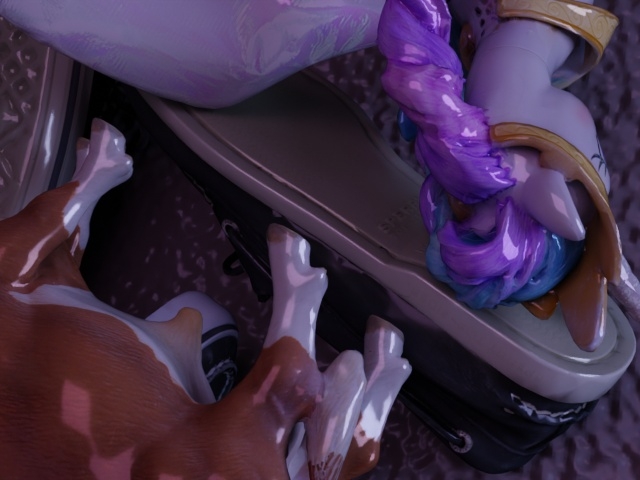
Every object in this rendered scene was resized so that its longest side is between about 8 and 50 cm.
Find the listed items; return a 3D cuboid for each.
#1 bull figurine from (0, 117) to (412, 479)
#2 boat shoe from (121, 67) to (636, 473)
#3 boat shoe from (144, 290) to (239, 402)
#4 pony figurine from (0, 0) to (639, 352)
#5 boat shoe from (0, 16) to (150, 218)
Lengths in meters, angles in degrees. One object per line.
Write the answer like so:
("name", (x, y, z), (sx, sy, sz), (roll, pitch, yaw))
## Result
("bull figurine", (-0.114, 0.050, 0.457), (0.310, 0.101, 0.188), (32, 76, 12))
("boat shoe", (0.003, -0.001, 0.568), (0.340, 0.127, 0.113), (35, 127, 18))
("boat shoe", (-0.114, 0.175, 0.531), (0.105, 0.113, 0.306), (30, 79, 18))
("pony figurine", (0.052, -0.166, 0.485), (0.303, 0.351, 0.363), (-29, 34, 42))
("boat shoe", (-0.191, -0.123, 0.658), (0.187, 0.156, 0.500), (14, 85, 20))
